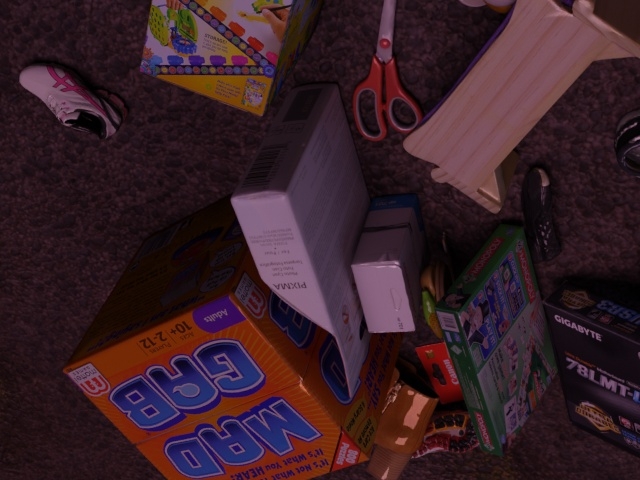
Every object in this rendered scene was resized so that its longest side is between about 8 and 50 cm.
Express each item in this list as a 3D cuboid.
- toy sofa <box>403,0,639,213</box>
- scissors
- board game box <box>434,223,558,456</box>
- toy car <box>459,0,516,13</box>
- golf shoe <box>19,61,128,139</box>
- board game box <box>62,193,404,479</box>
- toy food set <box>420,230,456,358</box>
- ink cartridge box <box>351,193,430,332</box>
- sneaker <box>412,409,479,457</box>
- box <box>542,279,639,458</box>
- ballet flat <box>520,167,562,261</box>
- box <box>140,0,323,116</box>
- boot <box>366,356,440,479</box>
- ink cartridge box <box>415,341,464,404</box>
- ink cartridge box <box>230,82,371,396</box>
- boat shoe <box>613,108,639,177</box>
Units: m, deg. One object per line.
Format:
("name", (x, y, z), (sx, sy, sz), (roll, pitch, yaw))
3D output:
("toy sofa", (0.280, -0.223, 1.472), (0.177, 0.150, 0.362), (33, 134, -4))
("scissors", (0.086, -0.278, 1.593), (0.109, 0.021, 0.297), (1, 127, 19))
("board game box", (0.292, 0.162, 1.726), (0.046, 0.213, 0.317), (9, 133, 38))
("toy car", (0.219, -0.395, 1.404), (0.136, 0.159, 0.182), (-43, 108, 0))
("golf shoe", (-0.409, -0.228, 1.741), (0.186, 0.086, 0.067), (25, 130, -1))
("board game box", (-0.122, 0.164, 1.768), (0.357, 0.356, 0.356), (-25, 115, 31))
("toy food set", (0.189, 0.089, 1.723), (0.039, 0.192, 0.132), (-6, 126, 15))
("ink cartridge box", (0.117, 0.035, 1.706), (0.082, 0.190, 0.139), (-3, 124, 19))
("sneaker", (0.218, 0.355, 1.976), (0.225, 0.093, 0.088), (-5, 87, 41))
("box", (0.508, 0.234, 1.705), (0.295, 0.073, 0.293), (25, 147, 45))
("ballet flat", (0.348, -0.043, 1.680), (0.049, 0.057, 0.173), (-23, 126, -15))
("box", (-0.084, -0.371, 1.405), (0.177, 0.290, 0.279), (21, 128, 2))
("boot", (0.071, 0.289, 1.976), (0.295, 0.104, 0.211), (29, 107, 26))
("ink cartridge box", (0.272, 0.239, 1.905), (0.179, 0.045, 0.145), (-14, 120, 23))
("ink cartridge box", (0.000, 0.000, 1.642), (0.091, 0.308, 0.385), (-3, 125, 19))
("boat shoe", (0.571, -0.130, 1.509), (0.303, 0.091, 0.114), (-4, 124, 20))
